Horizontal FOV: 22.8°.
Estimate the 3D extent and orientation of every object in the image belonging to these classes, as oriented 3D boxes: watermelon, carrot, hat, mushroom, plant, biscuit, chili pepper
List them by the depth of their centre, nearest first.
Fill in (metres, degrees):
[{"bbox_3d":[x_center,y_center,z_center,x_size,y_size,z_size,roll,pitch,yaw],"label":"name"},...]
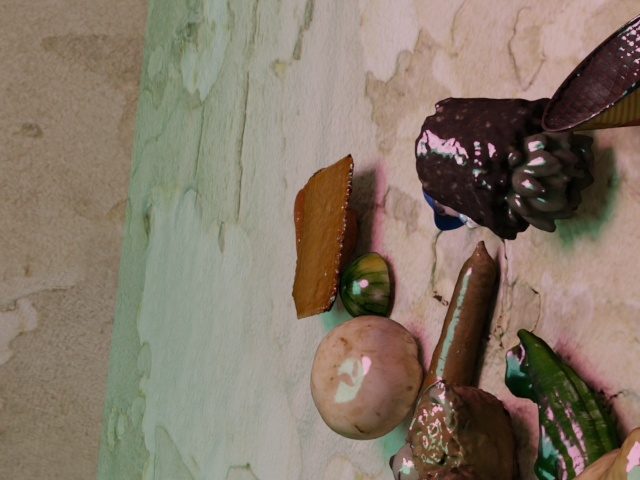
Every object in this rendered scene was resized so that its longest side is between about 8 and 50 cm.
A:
[{"bbox_3d":[0.316,-0.147,1.565,0.193,0.082,0.193,-41,15,13],"label":"hat"},{"bbox_3d":[0.249,0.186,1.647,0.253,0.083,0.099,-107,21,-55],"label":"chili pepper"},{"bbox_3d":[0.206,-0.081,1.724,0.129,0.194,0.132,-53,-35,-27],"label":"plant"},{"bbox_3d":[0.157,0.164,1.931,0.070,0.070,0.342,-132,53,-64],"label":"carrot"},{"bbox_3d":[0.064,0.181,2.102,0.166,0.127,0.166,-17,67,44],"label":"mushroom"},{"bbox_3d":[0.059,0.068,2.230,0.105,0.062,0.105,-179,90,-71],"label":"watermelon"},{"bbox_3d":[0.000,0.000,2.345,0.237,0.013,0.232,155,124,-72],"label":"biscuit"},{"bbox_3d":[0.011,-0.028,2.430,0.186,0.036,0.192,125,146,-51],"label":"biscuit"}]

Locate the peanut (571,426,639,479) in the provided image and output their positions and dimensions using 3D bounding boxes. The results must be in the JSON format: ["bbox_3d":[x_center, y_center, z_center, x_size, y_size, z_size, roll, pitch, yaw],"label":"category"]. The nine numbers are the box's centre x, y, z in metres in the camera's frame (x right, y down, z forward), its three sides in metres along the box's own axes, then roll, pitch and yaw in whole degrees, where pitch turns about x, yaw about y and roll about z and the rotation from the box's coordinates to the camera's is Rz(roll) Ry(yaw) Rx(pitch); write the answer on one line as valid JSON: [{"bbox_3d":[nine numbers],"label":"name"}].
[{"bbox_3d":[0.293,0.239,1.446,0.253,0.122,0.137,125,153,-50],"label":"peanut"}]

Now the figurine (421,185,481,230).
[{"bbox_3d":[0.176,-0.054,1.924,0.086,0.087,0.149,-48,19,-9],"label":"figurine"}]

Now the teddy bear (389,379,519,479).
[{"bbox_3d":[0.152,0.282,1.779,0.267,0.156,0.256,64,-162,-69],"label":"teddy bear"}]
